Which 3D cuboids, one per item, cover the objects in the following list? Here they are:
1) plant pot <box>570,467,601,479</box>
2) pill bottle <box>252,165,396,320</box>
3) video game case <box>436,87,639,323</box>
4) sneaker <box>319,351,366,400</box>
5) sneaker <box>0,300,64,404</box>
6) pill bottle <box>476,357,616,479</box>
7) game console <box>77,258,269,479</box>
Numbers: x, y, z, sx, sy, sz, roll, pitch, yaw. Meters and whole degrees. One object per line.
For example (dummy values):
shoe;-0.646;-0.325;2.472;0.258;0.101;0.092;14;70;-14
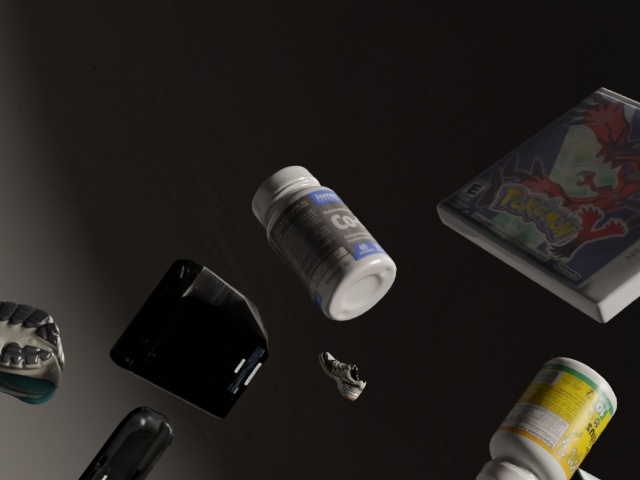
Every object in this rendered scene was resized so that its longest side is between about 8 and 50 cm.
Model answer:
plant pot;0.422;0.471;1.830;0.234;0.165;0.166;24;121;-36
pill bottle;0.000;0.000;1.127;0.078;0.078;0.137;-33;60;-11
video game case;0.216;-0.036;0.951;0.183;0.201;0.023;-35;125;-13
sneaker;0.032;0.178;1.686;0.037;0.032;0.083;-49;60;15
sneaker;-0.413;0.116;1.353;0.275;0.110;0.107;17;46;7
pill bottle;0.304;0.271;1.690;0.117;0.117;0.208;48;64;-13
game console;-0.196;0.201;1.354;0.361;0.044;0.213;-55;148;-6
